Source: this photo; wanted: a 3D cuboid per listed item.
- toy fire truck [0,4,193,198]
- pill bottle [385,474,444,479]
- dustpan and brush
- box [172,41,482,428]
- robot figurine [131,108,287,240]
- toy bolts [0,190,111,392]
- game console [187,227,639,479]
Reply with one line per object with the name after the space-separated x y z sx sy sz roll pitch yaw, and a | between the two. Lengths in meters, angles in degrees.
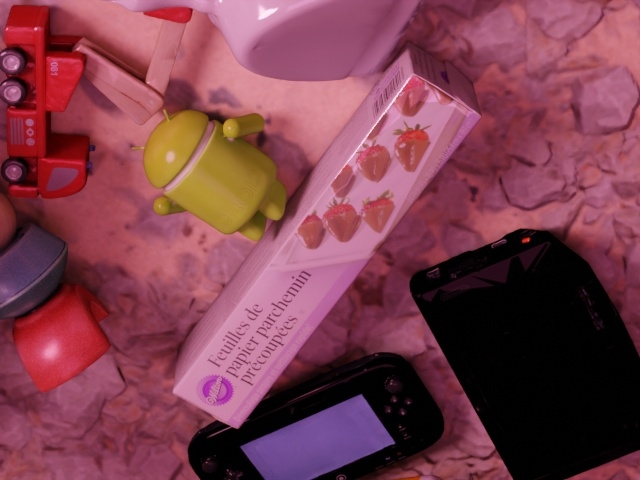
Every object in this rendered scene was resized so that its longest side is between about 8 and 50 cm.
-0.160 -0.117 1.210 0.135 0.047 0.192 2 119 -3 | toy fire truck
0.040 0.249 1.331 0.215 0.117 0.117 -9 118 10 | pill bottle
-0.045 -0.156 1.140 0.211 0.060 0.147 -9 160 -22 | dustpan and brush
0.000 0.000 1.265 0.063 0.067 0.324 31 113 -15 | box
-0.079 -0.050 1.235 0.115 0.067 0.101 34 121 -17 | robot figurine
-0.281 0.070 1.238 0.228 0.218 0.158 -36 108 -2 | toy bolts
0.075 0.138 1.352 0.361 0.044 0.213 -24 116 13 | game console
